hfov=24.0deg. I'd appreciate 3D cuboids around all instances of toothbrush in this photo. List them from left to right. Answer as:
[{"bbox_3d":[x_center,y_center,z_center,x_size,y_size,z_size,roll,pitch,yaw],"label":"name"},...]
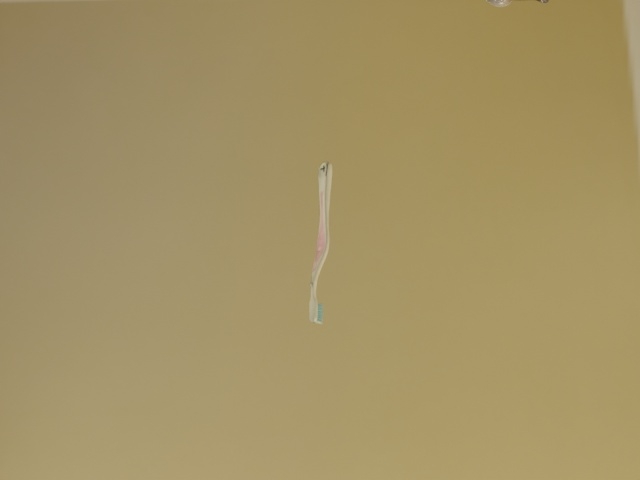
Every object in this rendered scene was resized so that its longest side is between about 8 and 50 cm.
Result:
[{"bbox_3d":[0.000,0.000,1.758,0.022,0.017,0.204,25,60,-43],"label":"toothbrush"}]

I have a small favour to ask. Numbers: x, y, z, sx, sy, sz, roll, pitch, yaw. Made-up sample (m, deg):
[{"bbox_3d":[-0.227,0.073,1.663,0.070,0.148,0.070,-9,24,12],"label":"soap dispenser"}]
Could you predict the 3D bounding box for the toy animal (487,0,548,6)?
[{"bbox_3d":[0.174,-0.399,1.777,0.195,0.090,0.324,-27,-114,59],"label":"toy animal"}]
